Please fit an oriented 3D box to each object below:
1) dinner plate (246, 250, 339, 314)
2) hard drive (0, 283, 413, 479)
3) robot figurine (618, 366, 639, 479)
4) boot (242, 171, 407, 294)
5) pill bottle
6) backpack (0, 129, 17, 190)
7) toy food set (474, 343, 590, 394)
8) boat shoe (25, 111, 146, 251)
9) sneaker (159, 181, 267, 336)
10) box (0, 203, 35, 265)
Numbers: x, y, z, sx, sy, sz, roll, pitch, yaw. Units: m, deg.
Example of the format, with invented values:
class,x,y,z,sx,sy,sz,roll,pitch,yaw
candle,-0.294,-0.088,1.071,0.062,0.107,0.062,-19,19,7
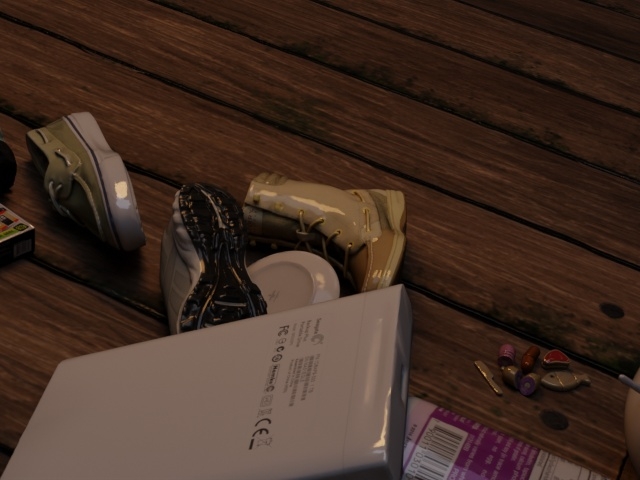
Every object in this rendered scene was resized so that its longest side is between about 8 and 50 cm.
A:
class,x,y,z,sx,sy,sz,roll,pitch,yaw
dinner plate,-0.048,0.064,1.182,0.141,0.017,0.141,-13,48,15
hard drive,-0.098,0.153,0.920,0.352,0.047,0.233,-13,29,16
robot figurine,0.453,0.182,1.060,0.353,0.200,0.300,-2,65,-21
boot,0.000,0.000,1.285,0.203,0.095,0.262,11,32,-2
pill bottle,0.172,0.260,0.886,0.301,0.169,0.169,22,35,15
backpack,-0.465,-0.139,1.298,0.152,0.115,0.182,-17,65,-44
toy food set,0.242,0.143,1.216,0.122,0.019,0.078,-5,37,-24
boat shoe,-0.290,-0.066,1.309,0.094,0.109,0.302,-19,33,-16
sneaker,-0.124,0.067,1.159,0.100,0.108,0.272,13,47,-26
box,-0.437,0.010,1.189,0.114,0.036,0.207,30,38,26
